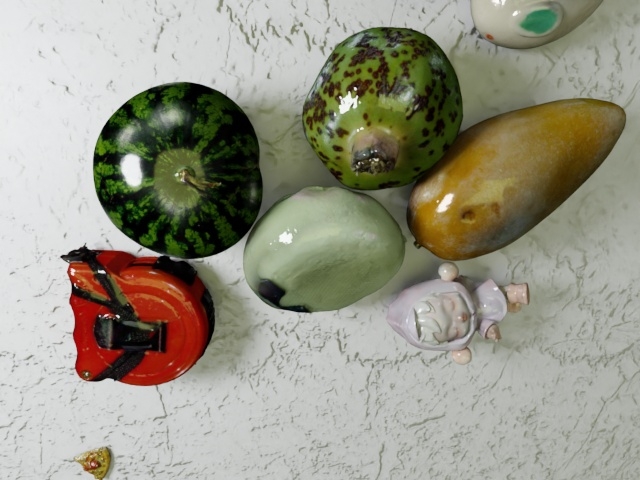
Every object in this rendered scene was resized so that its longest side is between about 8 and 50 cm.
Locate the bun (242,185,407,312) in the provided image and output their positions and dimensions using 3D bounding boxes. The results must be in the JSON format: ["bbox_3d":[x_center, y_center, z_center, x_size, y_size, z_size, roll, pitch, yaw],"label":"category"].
[{"bbox_3d":[0.000,0.000,0.746,0.282,0.179,0.283,-11,147,-7],"label":"bun"}]

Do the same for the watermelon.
[{"bbox_3d":[-0.212,-0.106,0.668,0.268,0.269,0.269,-1,106,-5],"label":"watermelon"}]

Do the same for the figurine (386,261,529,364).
[{"bbox_3d":[0.269,0.135,0.845,0.275,0.133,0.201,-10,94,-7],"label":"figurine"}]

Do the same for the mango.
[{"bbox_3d":[0.314,-0.109,0.733,0.383,0.199,0.221,-35,140,12],"label":"mango"}]

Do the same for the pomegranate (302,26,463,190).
[{"bbox_3d":[0.090,-0.190,0.673,0.254,0.271,0.254,10,140,8],"label":"pomegranate"}]

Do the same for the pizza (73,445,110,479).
[{"bbox_3d":[-0.490,0.478,0.921,0.078,0.025,0.084,9,105,-10],"label":"pizza"}]

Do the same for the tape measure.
[{"bbox_3d":[-0.327,0.141,0.796,0.260,0.114,0.254,4,106,-6],"label":"tape measure"}]

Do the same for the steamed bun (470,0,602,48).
[{"bbox_3d":[0.362,-0.412,0.698,0.228,0.131,0.177,-19,107,-2],"label":"steamed bun"}]
